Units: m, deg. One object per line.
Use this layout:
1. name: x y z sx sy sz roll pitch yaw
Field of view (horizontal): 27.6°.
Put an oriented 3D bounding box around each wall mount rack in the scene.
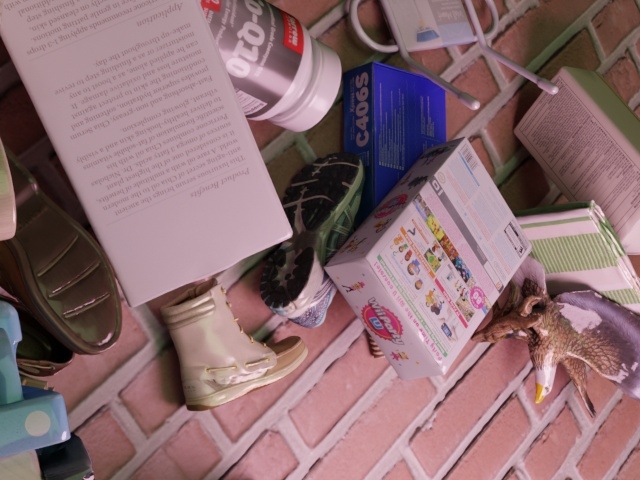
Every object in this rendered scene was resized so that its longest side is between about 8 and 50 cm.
1. wall mount rack: 0.225 -0.343 2.117 0.350 0.130 0.304 -15 82 -41

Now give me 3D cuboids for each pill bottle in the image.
1. pill bottle: -0.116 -0.264 1.815 0.283 0.161 0.161 22 72 -38

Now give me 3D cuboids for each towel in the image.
1. towel: 0.442 0.070 2.216 0.325 0.248 0.038 53 54 -23

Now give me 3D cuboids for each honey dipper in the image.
1. honey dipper: 0.079 0.105 2.039 0.030 0.030 0.160 -18 96 -41

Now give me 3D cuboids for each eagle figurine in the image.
1. eagle figurine: 0.415 0.178 2.212 0.298 0.226 0.225 18 111 -22

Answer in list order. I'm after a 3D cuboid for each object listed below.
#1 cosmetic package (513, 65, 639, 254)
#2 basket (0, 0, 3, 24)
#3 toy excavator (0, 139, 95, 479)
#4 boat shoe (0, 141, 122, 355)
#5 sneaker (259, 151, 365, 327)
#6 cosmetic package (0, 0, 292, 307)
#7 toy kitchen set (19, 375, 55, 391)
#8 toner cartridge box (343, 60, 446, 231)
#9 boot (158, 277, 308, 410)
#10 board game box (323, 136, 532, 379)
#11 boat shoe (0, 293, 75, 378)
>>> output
1. cosmetic package: 0.486 -0.138 2.230 0.113 0.160 0.309 1 46 -42
2. basket: -0.534 -0.241 1.337 0.328 0.331 0.266 20 71 -39
3. toy excavator: -0.386 0.116 1.371 0.222 0.433 0.445 -13 91 -25
4. boat shoe: -0.353 0.011 1.579 0.111 0.104 0.307 -34 92 -40
5. sneaker: 0.000 0.000 1.950 0.122 0.110 0.283 48 59 -48
6. cosmetic package: -0.228 -0.174 1.605 0.230 0.161 0.453 -24 115 -7
7. toy kitchen set: -0.378 0.203 1.633 0.068 0.075 0.083 -80 -179 -63
8. toner cartridge box: 0.118 -0.092 2.046 0.165 0.075 0.347 10 75 -39
9. boot: -0.119 0.129 1.832 0.213 0.077 0.165 -22 99 -37
10. board game box: 0.170 0.025 1.955 0.224 0.097 0.303 56 50 -18
11. boat shoe: -0.406 0.092 1.569 0.257 0.095 0.095 27 68 -36
